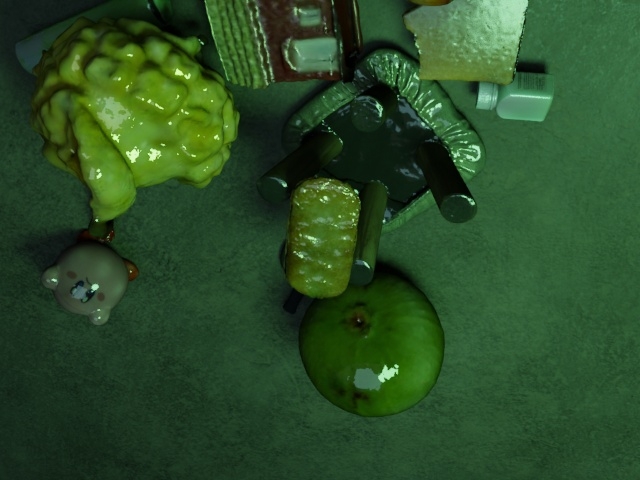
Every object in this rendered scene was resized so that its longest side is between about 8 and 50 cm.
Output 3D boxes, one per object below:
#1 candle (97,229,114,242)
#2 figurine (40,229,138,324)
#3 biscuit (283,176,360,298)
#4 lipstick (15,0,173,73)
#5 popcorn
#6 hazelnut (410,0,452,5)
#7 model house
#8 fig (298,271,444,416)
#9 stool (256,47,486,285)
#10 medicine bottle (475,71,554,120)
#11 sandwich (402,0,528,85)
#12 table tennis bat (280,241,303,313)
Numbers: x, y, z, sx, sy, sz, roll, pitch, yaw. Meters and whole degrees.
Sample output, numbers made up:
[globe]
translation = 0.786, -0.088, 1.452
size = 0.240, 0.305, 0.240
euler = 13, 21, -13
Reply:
[candle]
translation = -0.463, -0.068, 1.406
size = 0.048, 0.053, 0.162
euler = 7, 124, 1
[figurine]
translation = -0.513, 0.085, 1.452
size = 0.173, 0.173, 0.173
euler = 6, 126, 8
[biscuit]
translation = 0.000, 0.000, 1.091
size = 0.118, 0.029, 0.247
euler = 8, 126, 0
[lipstick]
translation = -0.400, -0.370, 1.159
size = 0.304, 0.076, 0.076
euler = -14, 121, 21
[popcorn]
translation = -0.312, -0.183, 1.081
size = 0.349, 0.382, 0.349
euler = 14, 168, 3
[hazelnut]
translation = 0.153, -0.419, 0.881
size = 0.182, 0.182, 0.182
euler = 6, 126, 8
[model house]
translation = -0.071, -0.356, 1.046
size = 0.253, 0.160, 0.196
euler = 3, 126, 20
[fig]
translation = 0.116, 0.228, 1.357
size = 0.316, 0.316, 0.316
euler = 6, 126, 8
[stool]
translation = 0.095, -0.120, 1.137
size = 0.310, 0.226, 0.310
euler = 43, 124, -18
[medicine bottle]
translation = 0.321, -0.241, 1.090
size = 0.117, 0.055, 0.074
euler = 5, 160, 9
[sandwich]
translation = 0.222, -0.362, 1.004
size = 0.186, 0.108, 0.220
euler = 6, 128, 7
[table tennis bat]
translation = -0.027, 0.074, 1.427
size = 0.150, 0.027, 0.236
euler = 24, 125, -6
